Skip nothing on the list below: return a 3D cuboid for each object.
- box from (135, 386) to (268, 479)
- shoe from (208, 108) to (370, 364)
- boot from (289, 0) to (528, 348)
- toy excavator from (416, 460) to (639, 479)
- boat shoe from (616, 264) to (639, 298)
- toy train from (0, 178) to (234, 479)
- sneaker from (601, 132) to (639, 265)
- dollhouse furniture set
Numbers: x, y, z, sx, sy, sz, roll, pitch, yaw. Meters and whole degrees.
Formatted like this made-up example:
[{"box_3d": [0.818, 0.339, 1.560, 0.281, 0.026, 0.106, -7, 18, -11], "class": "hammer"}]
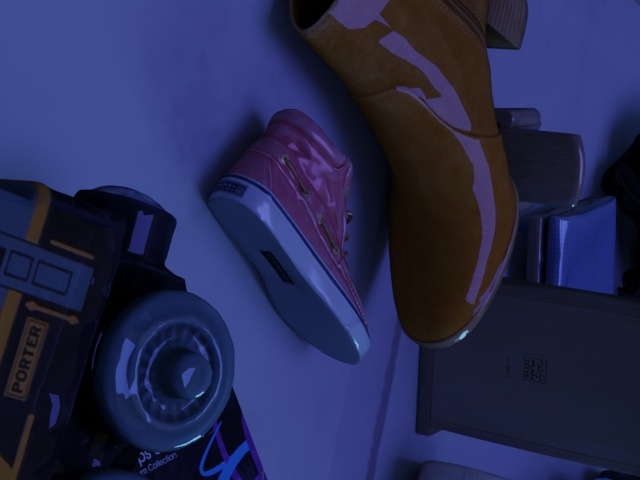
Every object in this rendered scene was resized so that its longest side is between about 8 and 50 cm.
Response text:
[{"box_3d": [-0.076, 0.148, 0.802, 0.116, 0.029, 0.162, -23, 92, -52], "class": "box"}, {"box_3d": [0.000, 0.000, 0.897, 0.081, 0.063, 0.178, -56, 134, -25], "class": "shoe"}, {"box_3d": [0.048, -0.091, 0.932, 0.211, 0.104, 0.295, 24, 72, -49], "class": "boot"}, {"box_3d": [0.284, 0.297, 1.208, 0.445, 0.433, 0.222, 80, 28, -74], "class": "toy excavator"}, {"box_3d": [0.319, 0.056, 1.325, 0.084, 0.079, 0.233, -44, 162, -33], "class": "boat shoe"}, {"box_3d": [-0.167, 0.120, 0.633, 0.190, 0.142, 0.333, 25, 78, -42], "class": "toy train"}, {"box_3d": [0.322, -0.017, 1.354, 0.130, 0.087, 0.227, -14, 126, -32], "class": "sneaker"}, {"box_3d": [0.244, 0.031, 1.143, 0.303, 0.198, 0.286, -13, 108, -54], "class": "dollhouse furniture set"}]
